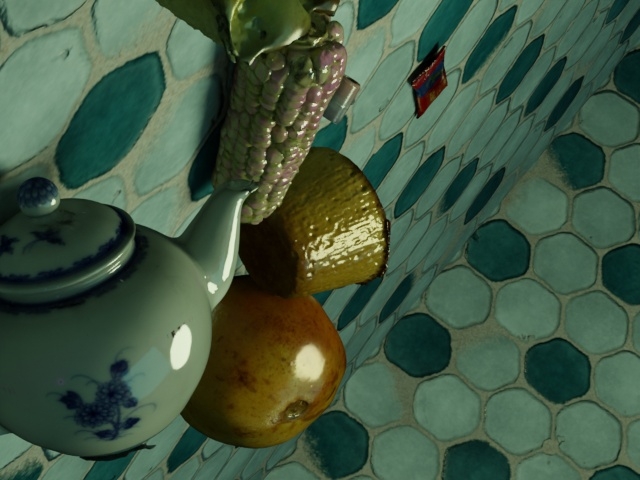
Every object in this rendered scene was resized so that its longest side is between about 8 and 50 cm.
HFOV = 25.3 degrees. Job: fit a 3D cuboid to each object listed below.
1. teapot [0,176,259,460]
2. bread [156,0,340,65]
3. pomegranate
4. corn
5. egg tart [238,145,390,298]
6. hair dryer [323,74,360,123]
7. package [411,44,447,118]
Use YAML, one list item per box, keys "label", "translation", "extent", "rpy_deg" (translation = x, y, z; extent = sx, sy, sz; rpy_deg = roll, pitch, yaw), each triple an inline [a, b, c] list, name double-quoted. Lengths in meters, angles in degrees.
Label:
- label: "teapot"
  translation: [-0.241, 0.062, 1.397]
  extent: [0.424, 0.252, 0.280]
  rpy_deg: [-24, 121, -17]
- label: "bread"
  translation: [-0.094, -0.277, 1.202]
  extent: [0.174, 0.133, 0.251]
  rpy_deg: [-46, 121, -37]
- label: "pomegranate"
  translation: [-0.099, 0.174, 2.070]
  extent: [0.264, 0.264, 0.264]
  rpy_deg: [-48, 165, -17]
- label: "corn"
  translation: [-0.053, -0.146, 1.686]
  extent: [0.126, 0.127, 0.335]
  rpy_deg: [-43, 164, -34]
- label: "egg tart"
  translation: [-0.016, -0.013, 1.992]
  extent: [0.171, 0.215, 0.215]
  rpy_deg: [-28, 154, -32]
- label: "hair dryer"
  translation: [0.035, -0.203, 2.014]
  extent: [0.063, 0.037, 0.114]
  rpy_deg: [-58, 173, 14]
- label: "package"
  translation: [0.182, -0.260, 2.361]
  extent: [0.083, 0.022, 0.200]
  rpy_deg: [-51, 168, -6]
